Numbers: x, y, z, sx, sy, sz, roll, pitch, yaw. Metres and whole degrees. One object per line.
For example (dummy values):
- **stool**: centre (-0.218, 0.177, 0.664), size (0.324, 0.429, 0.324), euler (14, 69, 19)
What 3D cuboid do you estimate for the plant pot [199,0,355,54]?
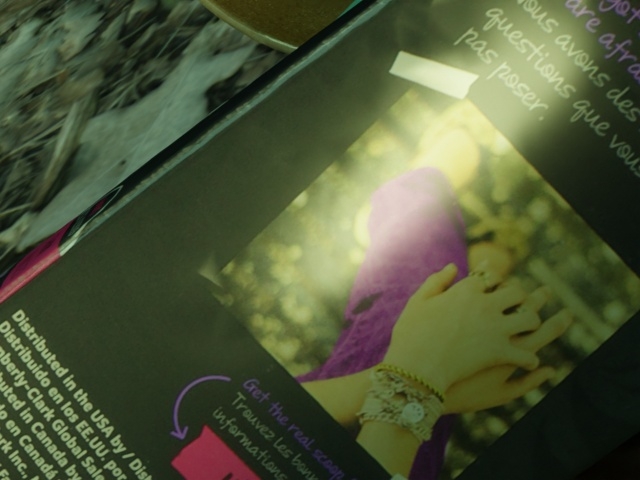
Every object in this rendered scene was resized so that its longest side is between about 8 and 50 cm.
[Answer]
- **plant pot**: centre (0.047, -0.259, 0.860), size (0.237, 0.237, 0.254), euler (-12, 23, 39)

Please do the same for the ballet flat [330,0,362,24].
- **ballet flat**: centre (0.000, 0.000, 0.641), size (0.348, 0.123, 0.123), euler (-37, 28, 1)

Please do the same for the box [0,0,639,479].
- **box**: centre (0.009, 0.016, 0.499), size (0.270, 0.143, 0.165), euler (-37, 6, 6)
